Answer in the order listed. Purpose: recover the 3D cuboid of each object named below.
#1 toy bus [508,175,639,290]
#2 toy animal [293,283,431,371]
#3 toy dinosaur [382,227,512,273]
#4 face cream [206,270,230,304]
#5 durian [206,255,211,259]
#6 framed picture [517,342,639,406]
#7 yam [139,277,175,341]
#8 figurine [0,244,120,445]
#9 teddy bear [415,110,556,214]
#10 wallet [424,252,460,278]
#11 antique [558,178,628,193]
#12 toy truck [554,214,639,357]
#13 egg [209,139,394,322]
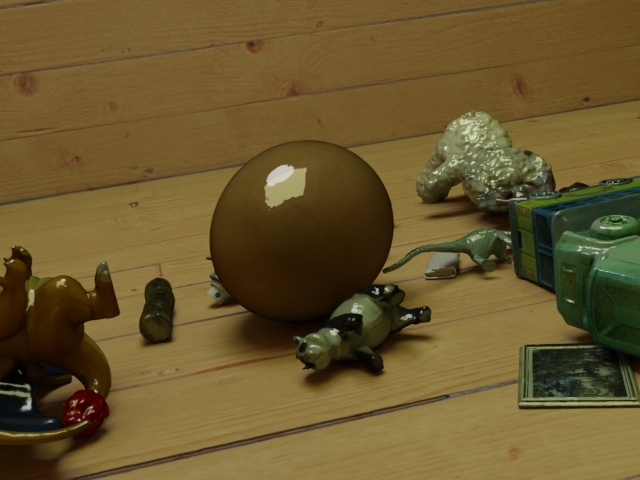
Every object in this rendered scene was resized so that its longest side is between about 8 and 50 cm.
[{"bbox_3d":[0.502,-0.019,1.378,0.312,0.152,0.190,-12,13,-12],"label":"toy bus"},{"bbox_3d":[0.054,0.129,1.163,0.121,0.093,0.225,-9,19,43],"label":"toy animal"},{"bbox_3d":[0.289,0.018,1.463,0.383,0.076,0.129,-4,9,-44],"label":"toy dinosaur"},{"bbox_3d":[-0.120,0.004,1.548,0.283,0.073,0.073,-52,30,-16],"label":"face cream"},{"bbox_3d":[-0.161,0.057,1.612,0.140,0.071,0.110,8,54,6],"label":"durian"},{"bbox_3d":[0.324,0.167,1.016,0.142,0.011,0.183,-4,14,16],"label":"framed picture"},{"bbox_3d":[-0.297,0.123,1.464,0.061,0.061,0.253,-10,13,-8],"label":"yam"},{"bbox_3d":[-0.461,0.141,1.055,0.387,0.268,0.401,-9,18,-16],"label":"figurine"},{"bbox_3d":[0.408,-0.120,1.957,0.327,0.375,0.362,-11,56,-12],"label":"teddy bear"},{"bbox_3d":[0.236,0.045,1.538,0.061,0.025,0.122,-11,13,17],"label":"wallet"},{"bbox_3d":[0.573,-0.064,1.593,0.257,0.121,0.143,-8,7,0],"label":"antique"},{"bbox_3d":[0.432,0.069,1.031,0.156,0.155,0.279,-21,23,-34],"label":"toy truck"},{"bbox_3d":[-0.031,-0.017,1.359,0.301,0.301,0.374,-4,17,18],"label":"egg"}]
